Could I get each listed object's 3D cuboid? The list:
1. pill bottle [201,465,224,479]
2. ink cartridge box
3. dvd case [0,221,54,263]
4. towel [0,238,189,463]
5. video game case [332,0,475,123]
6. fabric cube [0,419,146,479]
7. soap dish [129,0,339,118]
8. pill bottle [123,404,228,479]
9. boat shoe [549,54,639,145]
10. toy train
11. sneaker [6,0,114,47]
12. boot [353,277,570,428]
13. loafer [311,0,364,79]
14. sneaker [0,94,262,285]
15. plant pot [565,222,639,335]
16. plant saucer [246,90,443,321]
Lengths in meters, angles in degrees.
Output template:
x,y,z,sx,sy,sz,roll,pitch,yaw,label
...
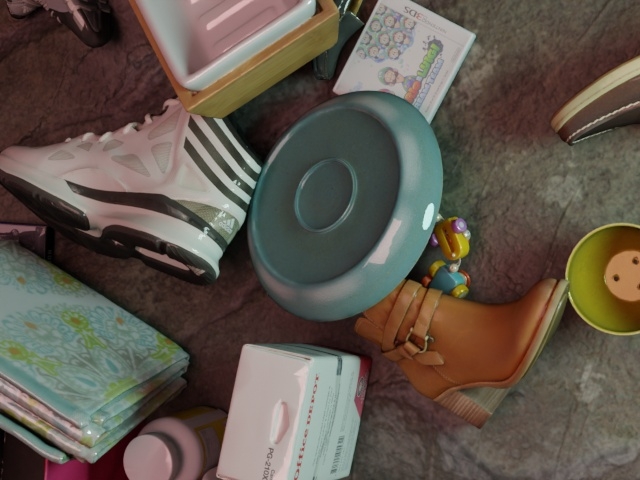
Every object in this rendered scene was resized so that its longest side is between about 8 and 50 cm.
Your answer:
x,y,z,sx,sy,sz,roll,pitch,yaw,label
-0.115,0.420,1.629,0.119,0.119,0.209,14,104,21,pill bottle
-0.029,0.224,1.556,0.100,0.237,0.172,11,89,21,ink cartridge box
-0.523,0.058,1.867,0.238,0.029,0.179,4,93,22,dvd case
-0.390,0.144,1.645,0.374,0.320,0.090,31,110,11,towel
0.110,-0.236,1.615,0.143,0.019,0.157,31,102,18,video game case
-0.428,0.358,1.716,0.254,0.258,0.259,7,93,20,fabric cube
-0.121,-0.314,1.593,0.229,0.118,0.291,-33,56,6,soap dish
-0.192,0.289,1.659,0.103,0.184,0.103,0,91,22,pill bottle
0.446,-0.174,1.434,0.341,0.123,0.123,-23,82,14,boat shoe
0.153,0.012,1.595,0.125,0.046,0.166,8,106,48,toy train
-0.398,-0.350,1.788,0.132,0.086,0.229,-37,68,23,sneaker
0.170,0.094,1.508,0.220,0.109,0.283,37,142,9,boot
0.028,-0.297,1.626,0.061,0.062,0.170,13,97,16,loafer
-0.259,-0.112,1.721,0.447,0.169,0.258,19,70,34,sneaker
0.375,0.044,1.477,0.134,0.095,0.134,1,92,22,plant pot
0.015,-0.054,1.568,0.317,0.043,0.318,-17,62,36,plant saucer
